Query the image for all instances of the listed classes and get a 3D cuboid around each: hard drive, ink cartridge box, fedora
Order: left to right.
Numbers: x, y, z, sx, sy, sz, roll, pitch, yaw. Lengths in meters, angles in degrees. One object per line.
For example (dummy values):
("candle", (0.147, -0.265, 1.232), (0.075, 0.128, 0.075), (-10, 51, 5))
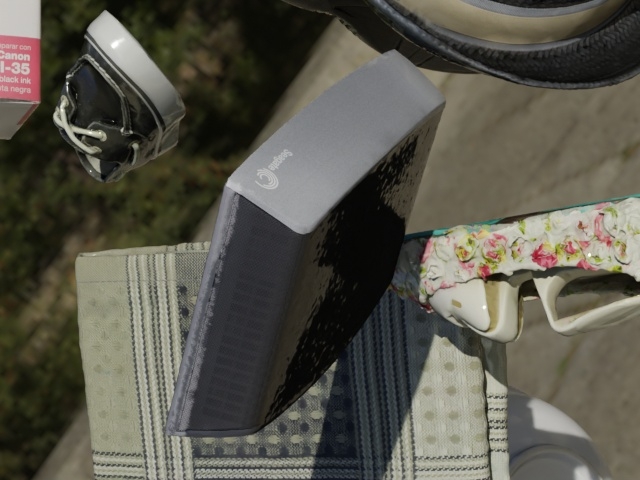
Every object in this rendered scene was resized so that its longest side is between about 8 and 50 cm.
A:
("ink cartridge box", (-0.350, -0.258, 1.801), (0.207, 0.117, 0.283), (158, 113, -71))
("hard drive", (0.000, 0.000, 1.008), (0.255, 0.054, 0.172), (-44, -27, -61))
("fedora", (0.145, -0.259, 1.106), (0.334, 0.334, 0.152), (-60, 7, -35))

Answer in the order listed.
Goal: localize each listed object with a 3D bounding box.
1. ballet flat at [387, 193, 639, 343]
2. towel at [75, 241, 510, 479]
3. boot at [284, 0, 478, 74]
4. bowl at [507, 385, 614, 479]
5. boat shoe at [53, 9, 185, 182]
("ballet flat", (0.132, 0.022, 1.103), (0.241, 0.091, 0.077), (-11, 68, 35))
("towel", (-0.017, 0.150, 1.288), (0.312, 0.324, 0.056), (-2, 10, 20))
("boot", (0.072, -0.368, 2.022), (0.138, 0.377, 0.284), (-43, 32, 54))
("bowl", (0.185, 0.270, 1.713), (0.134, 0.298, 0.298), (-22, 32, 58))
("boat shoe", (-0.138, -0.084, 1.202), (0.070, 0.078, 0.219), (-40, -10, -11))
